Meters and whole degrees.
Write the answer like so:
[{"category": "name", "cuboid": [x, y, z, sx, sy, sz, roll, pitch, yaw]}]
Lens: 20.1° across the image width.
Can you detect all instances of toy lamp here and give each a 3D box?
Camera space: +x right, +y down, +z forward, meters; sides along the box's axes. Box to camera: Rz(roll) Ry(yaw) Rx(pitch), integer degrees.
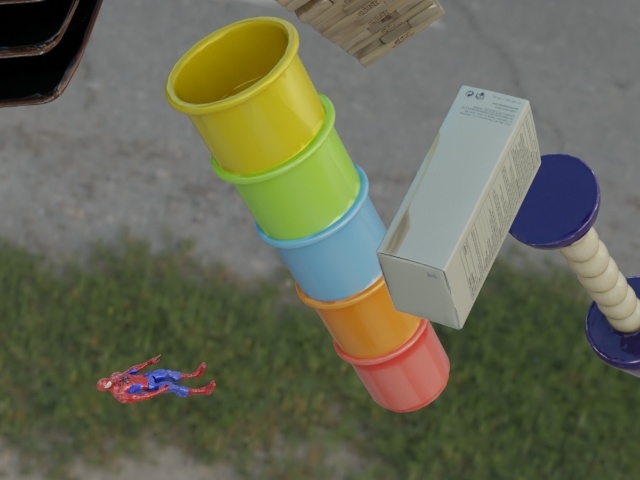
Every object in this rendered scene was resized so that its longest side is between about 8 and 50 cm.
[{"category": "toy lamp", "cuboid": [0.210, 0.030, 1.318, 0.080, 0.080, 0.275, 37, -6, 34]}]

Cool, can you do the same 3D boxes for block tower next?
[{"category": "block tower", "cuboid": [-0.002, -0.237, 1.457, 0.097, 0.091, 0.335, 62, 13, 19]}]

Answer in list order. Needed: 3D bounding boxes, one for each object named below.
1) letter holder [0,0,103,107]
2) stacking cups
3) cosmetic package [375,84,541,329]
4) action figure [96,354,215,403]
[{"category": "letter holder", "cuboid": [-0.216, -0.274, 1.440, 0.214, 0.152, 0.302, -2, 62, 27]}, {"category": "stacking cups", "cuboid": [0.000, 0.000, 1.236, 0.096, 0.316, 0.096, -17, 36, 13]}, {"category": "cosmetic package", "cuboid": [0.074, -0.018, 0.951, 0.041, 0.060, 0.115, 16, 59, 24]}, {"category": "action figure", "cuboid": [-0.153, 0.129, 1.651, 0.115, 0.030, 0.038, -4, 52, -34]}]
